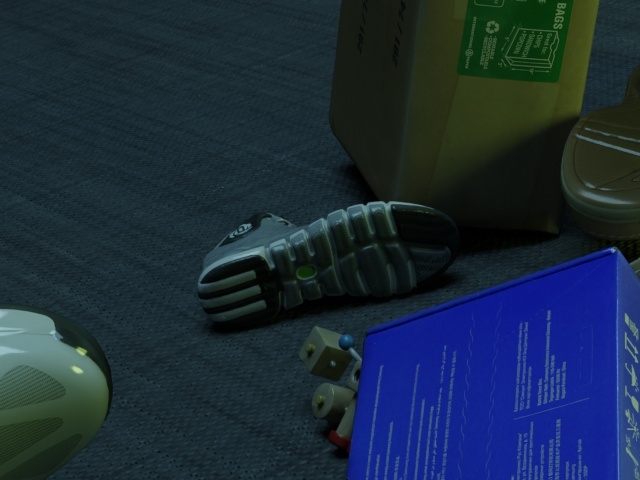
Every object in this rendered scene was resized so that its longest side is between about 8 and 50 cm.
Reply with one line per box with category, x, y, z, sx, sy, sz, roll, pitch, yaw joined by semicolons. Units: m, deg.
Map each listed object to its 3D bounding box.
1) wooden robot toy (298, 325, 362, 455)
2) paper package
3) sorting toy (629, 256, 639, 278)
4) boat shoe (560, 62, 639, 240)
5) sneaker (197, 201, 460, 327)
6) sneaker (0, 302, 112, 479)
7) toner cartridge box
wooden robot toy;0.051;0.123;1.276;0.079;0.076;0.173;19;6;-34
paper package;0.129;-0.203;1.618;0.168;0.324;0.309;2;21;-13
sorting toy;0.259;0.049;1.371;0.083;0.045;0.075;-27;36;-36
boat shoe;0.288;-0.059;1.528;0.122;0.110;0.341;17;27;19
sneaker;0.000;0.000;1.530;0.229;0.086;0.132;-12;21;-4
sneaker;-0.320;0.212;1.106;0.448;0.169;0.257;-22;34;-10
toner cartridge box;0.091;0.170;0.874;0.165;0.075;0.347;-21;38;28
